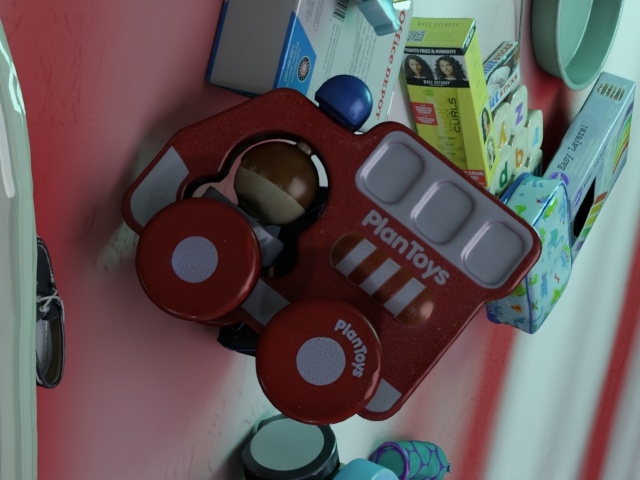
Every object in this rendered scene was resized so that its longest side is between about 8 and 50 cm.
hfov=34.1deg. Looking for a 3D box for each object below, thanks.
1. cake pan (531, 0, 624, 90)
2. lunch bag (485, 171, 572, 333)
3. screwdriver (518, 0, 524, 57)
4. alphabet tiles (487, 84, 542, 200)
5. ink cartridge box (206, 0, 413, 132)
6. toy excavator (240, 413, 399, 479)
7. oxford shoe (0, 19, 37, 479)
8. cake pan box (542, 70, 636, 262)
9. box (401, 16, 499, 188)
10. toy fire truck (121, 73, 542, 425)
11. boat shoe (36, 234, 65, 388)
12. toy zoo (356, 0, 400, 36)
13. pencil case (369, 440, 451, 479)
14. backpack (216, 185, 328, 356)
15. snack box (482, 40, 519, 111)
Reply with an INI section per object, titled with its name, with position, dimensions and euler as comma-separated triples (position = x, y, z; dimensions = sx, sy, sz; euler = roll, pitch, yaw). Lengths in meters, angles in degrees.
[cake pan]
position = 0.403, -0.381, 1.623
dimensions = 0.293, 0.054, 0.293
euler = -32, 129, -49
[lunch bag]
position = 0.316, 0.018, 1.582
dimensions = 0.176, 0.090, 0.219
euler = -50, 142, -33
[screwdriver]
position = 0.292, -0.335, 1.495
dimensions = 0.025, 0.024, 0.169
euler = -22, 129, -19
[alphabet tiles]
position = 0.267, -0.079, 1.568
dimensions = 0.284, 0.021, 0.278
euler = -44, 138, -41
[ink cartridge box]
position = -0.003, -0.194, 1.011
dimensions = 0.203, 0.086, 0.148
euler = 11, 93, -59
[toy excavator]
position = 0.037, 0.416, 0.998
dimensions = 0.433, 0.445, 0.222
euler = -43, 136, -42
[oxford shoe]
position = -0.257, 0.009, 0.634
dimensions = 0.130, 0.169, 0.449
euler = -11, 115, -35
[cake pan box]
position = 0.439, -0.108, 1.747
dimensions = 0.266, 0.070, 0.245
euler = -57, 153, -21
[box]
position = 0.160, -0.166, 1.287
dimensions = 0.232, 0.087, 0.058
euler = 70, 35, -46
[toy fire truck]
position = 0.000, 0.000, 0.887
dimensions = 0.254, 0.302, 0.169
euler = -50, 174, -5
[boat shoe]
position = -0.220, 0.057, 0.817
dimensions = 0.046, 0.038, 0.125
euler = -16, 117, -55
[toy zoo]
position = 0.035, -0.333, 0.959
dimensions = 0.192, 0.030, 0.293
euler = -10, 91, -60
[pencil case]
position = 0.126, 0.318, 1.473
dimensions = 0.152, 0.065, 0.070
euler = 20, 61, -59
[backpack]
position = -0.011, 0.037, 1.048
dimensions = 0.117, 0.158, 0.173
euler = 35, 61, -67
[snack box]
position = 0.230, -0.209, 1.448
dimensions = 0.178, 0.022, 0.064
euler = -47, 141, -39
